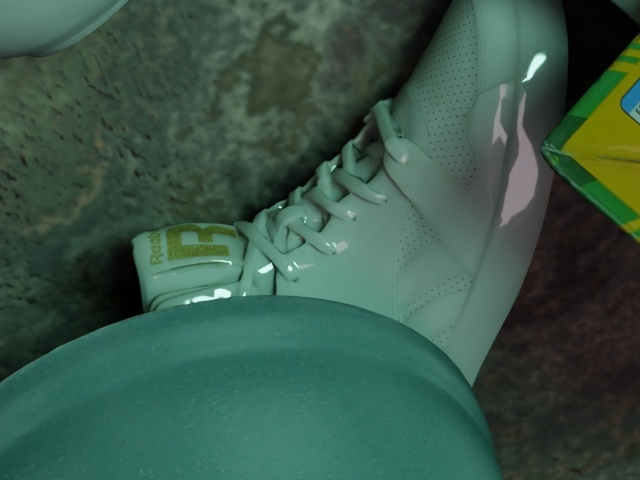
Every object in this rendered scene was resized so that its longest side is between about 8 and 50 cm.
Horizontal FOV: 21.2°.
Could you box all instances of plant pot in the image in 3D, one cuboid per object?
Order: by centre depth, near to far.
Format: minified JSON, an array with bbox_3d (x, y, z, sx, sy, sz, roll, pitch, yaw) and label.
[{"bbox_3d":[-0.029,0.198,0.737,0.293,0.196,0.293,-12,132,-13],"label":"plant pot"}]

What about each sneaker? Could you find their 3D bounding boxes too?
[{"bbox_3d":[0.000,0.000,0.801,0.169,0.108,0.292,11,114,-15],"label":"sneaker"}]

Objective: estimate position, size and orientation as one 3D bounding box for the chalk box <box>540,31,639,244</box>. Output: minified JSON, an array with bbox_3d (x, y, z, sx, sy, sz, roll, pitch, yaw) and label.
[{"bbox_3d":[0.225,-0.041,0.733,0.179,0.289,0.180,42,97,7],"label":"chalk box"}]

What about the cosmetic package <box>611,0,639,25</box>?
[{"bbox_3d":[0.113,-0.249,0.684,0.225,0.138,0.224,35,106,-19],"label":"cosmetic package"}]

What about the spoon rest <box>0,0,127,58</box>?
[{"bbox_3d":[-0.171,-0.097,0.732,0.276,0.137,0.084,-33,117,20],"label":"spoon rest"}]
